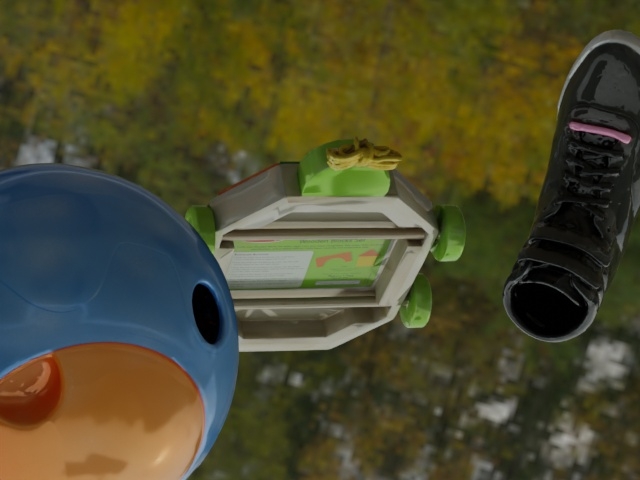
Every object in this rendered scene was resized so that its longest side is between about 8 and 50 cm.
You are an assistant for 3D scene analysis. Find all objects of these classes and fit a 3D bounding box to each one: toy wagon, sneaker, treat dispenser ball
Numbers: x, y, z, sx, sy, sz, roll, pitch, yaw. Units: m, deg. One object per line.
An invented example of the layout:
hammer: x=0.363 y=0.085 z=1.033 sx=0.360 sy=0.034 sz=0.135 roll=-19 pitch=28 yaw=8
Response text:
toy wagon: x=0.000 y=0.000 z=1.674 sx=0.267 sy=0.344 sz=0.068 roll=-1 pitch=-126 yaw=-17
sneaker: x=0.239 y=-0.034 z=1.576 sx=0.104 sy=0.295 sz=0.147 roll=17 pitch=-146 yaw=13
treat dispenser ball: x=-0.207 y=0.084 z=1.355 sx=0.288 sy=0.288 sz=0.288 roll=15 pitch=-173 yaw=-2
